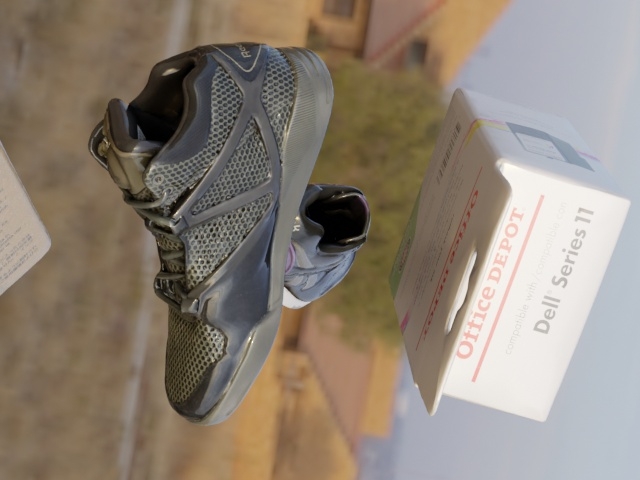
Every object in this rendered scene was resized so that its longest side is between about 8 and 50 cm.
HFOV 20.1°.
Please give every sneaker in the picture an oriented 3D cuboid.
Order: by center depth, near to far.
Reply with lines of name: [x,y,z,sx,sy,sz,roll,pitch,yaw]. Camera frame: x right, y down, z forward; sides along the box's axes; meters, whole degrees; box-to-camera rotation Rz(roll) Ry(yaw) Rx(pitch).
sneaker: [-0.080,-0.005,1.029,0.087,0.130,0.227,35,-65,52]
sneaker: [0.000,0.000,1.633,0.283,0.124,0.107,5,75,-69]

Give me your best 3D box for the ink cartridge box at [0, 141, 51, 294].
ink cartridge box: [-0.298,0.018,1.140,0.235,0.088,0.193,-43,159,-14]

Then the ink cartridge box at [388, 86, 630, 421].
ink cartridge box: [0.155,0.014,1.528,0.353,0.119,0.207,-97,-155,-73]
